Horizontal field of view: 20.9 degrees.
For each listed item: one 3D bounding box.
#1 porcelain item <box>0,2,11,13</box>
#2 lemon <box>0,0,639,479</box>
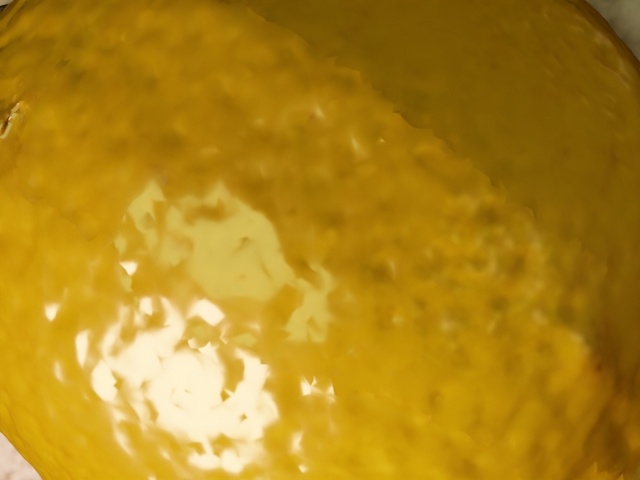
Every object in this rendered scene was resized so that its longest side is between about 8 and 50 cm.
[{"bbox_3d":[-0.200,-0.008,0.967,0.288,0.138,0.186,-35,93,20],"label":"porcelain item"},{"bbox_3d":[-0.002,-0.001,0.753,0.336,0.336,0.336,1,92,28],"label":"lemon"}]
